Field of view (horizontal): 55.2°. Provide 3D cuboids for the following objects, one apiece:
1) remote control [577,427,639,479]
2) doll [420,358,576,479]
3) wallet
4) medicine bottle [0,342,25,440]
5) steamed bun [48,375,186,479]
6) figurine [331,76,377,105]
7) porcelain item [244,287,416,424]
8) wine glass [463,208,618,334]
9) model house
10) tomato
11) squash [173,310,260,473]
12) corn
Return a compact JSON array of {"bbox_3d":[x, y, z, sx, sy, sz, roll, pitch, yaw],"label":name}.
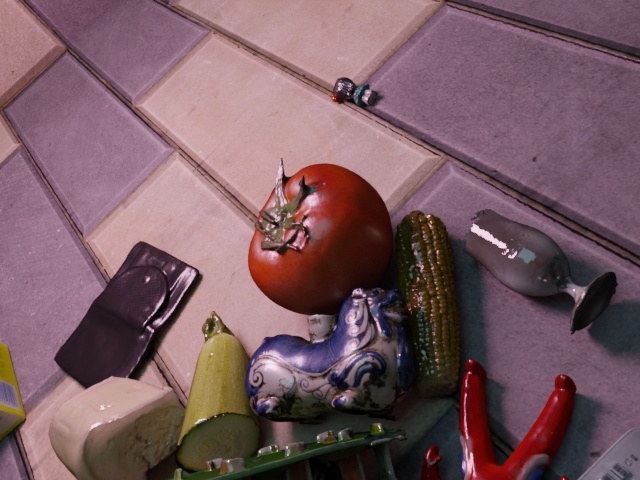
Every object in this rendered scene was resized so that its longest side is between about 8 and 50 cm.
[{"bbox_3d":[0.306,0.333,0.682,0.293,0.051,0.103,-32,48,-20],"label":"remote control"},{"bbox_3d":[0.210,0.337,0.763,0.188,0.099,0.384,1,56,31],"label":"doll"},{"bbox_3d":[-0.412,0.160,1.297,0.247,0.041,0.323,19,71,40],"label":"wallet"},{"bbox_3d":[-0.755,0.322,1.319,0.137,0.141,0.250,-44,47,1],"label":"medicine bottle"},{"bbox_3d":[-0.349,0.339,1.067,0.200,0.171,0.225,-29,20,-33],"label":"steamed bun"},{"bbox_3d":[0.072,-0.323,1.350,0.106,0.047,0.060,27,110,33],"label":"figurine"},{"bbox_3d":[0.008,0.178,0.925,0.288,0.138,0.186,-17,60,36],"label":"porcelain item"},{"bbox_3d":[0.313,0.038,0.907,0.103,0.103,0.222,-46,47,-6],"label":"wine glass"},{"bbox_3d":[-0.044,0.442,0.822,0.300,0.340,0.324,-6,73,-22],"label":"model house"},{"bbox_3d":[0.000,0.000,1.027,0.255,0.224,0.256,-29,49,39],"label":"tomato"},{"bbox_3d":[-0.157,0.241,1.043,0.137,0.137,0.288,-18,42,19],"label":"squash"},{"bbox_3d":[0.169,0.087,0.964,0.096,0.097,0.320,-14,55,22],"label":"corn"}]
